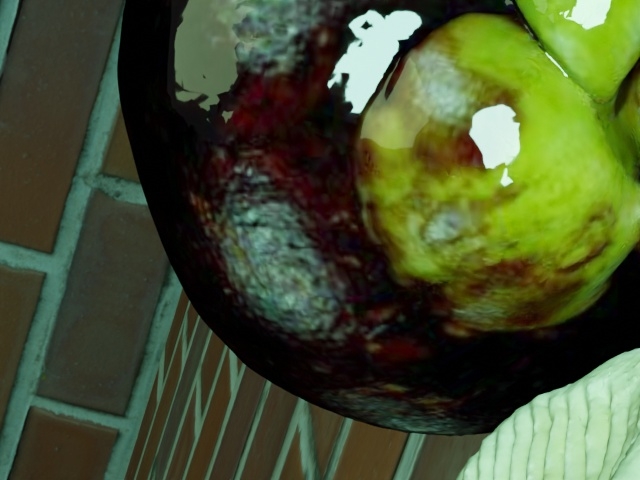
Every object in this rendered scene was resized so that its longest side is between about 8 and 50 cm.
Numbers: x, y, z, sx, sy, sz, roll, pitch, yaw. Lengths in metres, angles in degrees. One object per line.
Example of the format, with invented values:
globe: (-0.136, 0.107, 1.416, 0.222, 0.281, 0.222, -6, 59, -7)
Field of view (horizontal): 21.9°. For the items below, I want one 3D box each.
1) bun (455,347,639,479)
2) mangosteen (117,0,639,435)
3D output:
bun: (0.098, 0.144, 0.563, 0.231, 0.133, 0.231, -50, 3, 4)
mangosteen: (0.072, -0.074, 0.686, 0.313, 0.297, 0.297, -27, 35, 26)
